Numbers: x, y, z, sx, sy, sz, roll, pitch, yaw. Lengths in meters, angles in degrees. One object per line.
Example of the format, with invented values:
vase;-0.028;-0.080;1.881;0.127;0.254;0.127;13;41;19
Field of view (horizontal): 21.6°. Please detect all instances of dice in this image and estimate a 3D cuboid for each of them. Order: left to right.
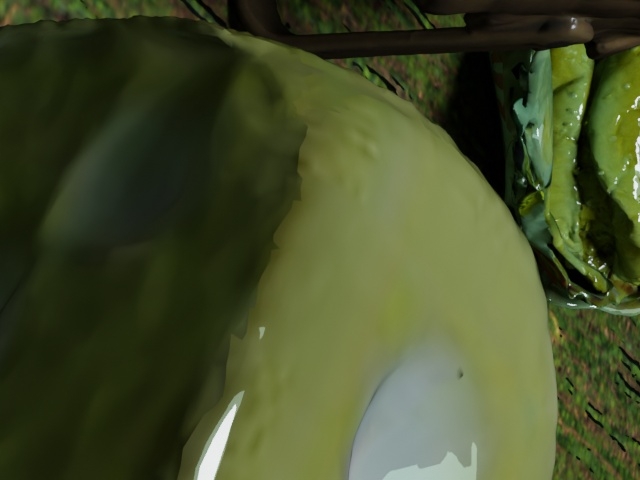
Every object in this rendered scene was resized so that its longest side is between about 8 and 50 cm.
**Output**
dice;-0.064;0.075;0.594;0.227;0.233;0.238;45;56;-48

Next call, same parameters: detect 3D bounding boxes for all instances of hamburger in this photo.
hamburger;0.171;-0.066;1.021;0.235;0.125;0.214;41;48;-65

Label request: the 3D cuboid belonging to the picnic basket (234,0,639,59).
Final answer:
picnic basket;0.103;-0.210;0.743;0.291;0.321;0.254;3;89;-55
